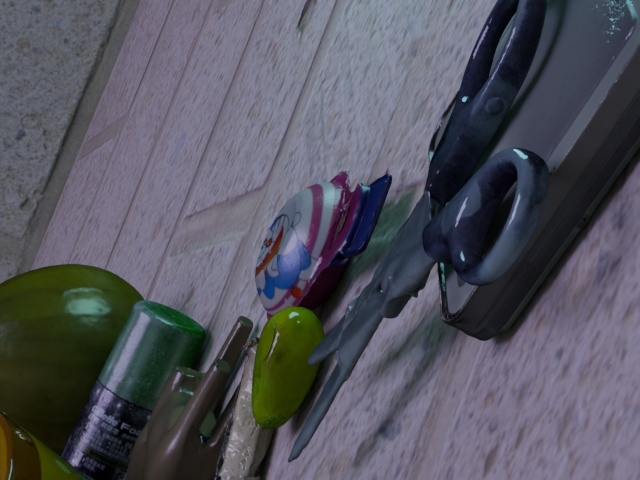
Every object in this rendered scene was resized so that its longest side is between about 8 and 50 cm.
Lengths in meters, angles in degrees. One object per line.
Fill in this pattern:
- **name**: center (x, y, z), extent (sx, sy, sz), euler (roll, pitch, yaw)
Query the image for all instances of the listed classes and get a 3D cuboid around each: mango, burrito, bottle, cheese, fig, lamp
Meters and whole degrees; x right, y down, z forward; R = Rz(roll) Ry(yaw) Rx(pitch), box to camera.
- **mango**: center (-0.031, 0.109, 1.504), extent (0.073, 0.056, 0.108), euler (157, 132, -76)
- **burrito**: center (-0.061, 0.162, 1.565), extent (0.045, 0.041, 0.185), euler (-4, 52, 25)
- **bottle**: center (-0.231, 0.229, 1.936), extent (0.330, 0.093, 0.093), euler (-64, 15, 7)
- **cheese**: center (0.000, 0.000, 1.552), extent (0.244, 0.062, 0.155), euler (-29, 38, 65)
- **fig**: center (-0.328, 0.139, 2.065), extent (0.239, 0.271, 0.239), euler (-170, 90, -70)
- **lamp**: center (0.156, -0.101, 1.199), extent (0.269, 0.047, 0.266), euler (-58, 18, 29)

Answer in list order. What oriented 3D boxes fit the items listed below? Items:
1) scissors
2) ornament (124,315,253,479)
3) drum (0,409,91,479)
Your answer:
- **scissors**: center (0.060, 0.017, 1.225), extent (0.256, 0.029, 0.383), euler (-84, 21, -46)
- **ornament**: center (-0.138, 0.187, 1.744), extent (0.245, 0.061, 0.230), euler (-60, 14, 17)
- **drum**: center (-0.364, 0.376, 1.677), extent (0.431, 0.214, 0.431), euler (-33, 31, 23)
